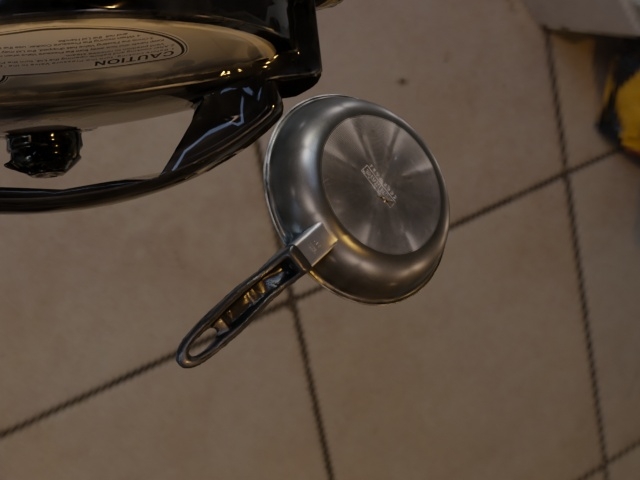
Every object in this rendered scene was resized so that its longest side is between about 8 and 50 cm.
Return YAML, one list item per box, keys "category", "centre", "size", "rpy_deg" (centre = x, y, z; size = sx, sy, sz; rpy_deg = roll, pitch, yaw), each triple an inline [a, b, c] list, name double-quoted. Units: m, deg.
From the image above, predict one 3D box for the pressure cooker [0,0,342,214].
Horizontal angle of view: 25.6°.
- category: "pressure cooker"
  centre: [-0.193, -0.227, 0.945]
  size: [0.375, 0.370, 0.420]
  rpy_deg: [3, 80, -60]

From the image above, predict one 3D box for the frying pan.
- category: "frying pan"
  centre: [-0.009, -0.028, 1.186]
  size: [0.326, 0.053, 0.197]
  rpy_deg: [-15, 81, -40]
